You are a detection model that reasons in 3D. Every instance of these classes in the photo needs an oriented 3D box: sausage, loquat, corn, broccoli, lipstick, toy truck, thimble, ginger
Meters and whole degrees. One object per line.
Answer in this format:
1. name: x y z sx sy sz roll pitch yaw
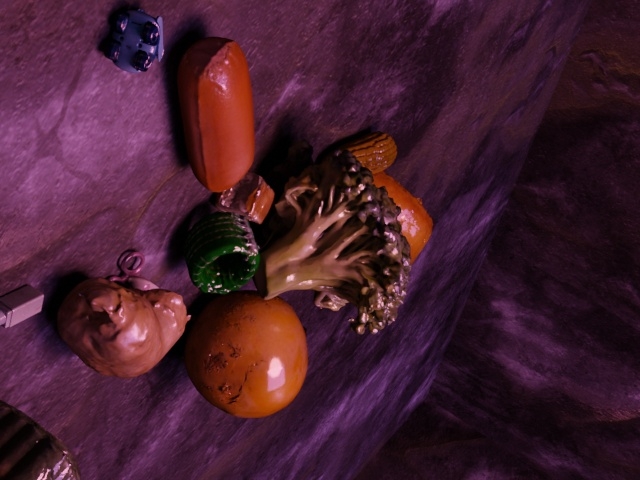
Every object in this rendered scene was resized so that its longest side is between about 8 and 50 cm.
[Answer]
1. sausage: -0.143 -0.172 1.475 0.105 0.105 0.274 -48 159 -26
2. loquat: -0.131 0.199 1.897 0.235 0.235 0.235 -49 159 -26
3. corn: 0.076 -0.158 2.075 0.231 0.080 0.080 -30 147 -55
4. broccoli: 0.022 -0.007 1.834 0.334 0.272 0.324 -173 -90 -66
5. lipstick: -0.407 0.095 1.337 0.129 0.030 0.030 -33 149 -53
6. toy truck: -0.214 -0.238 1.273 0.090 0.056 0.073 -38 150 -73
7. thimble: -0.158 0.019 1.691 0.118 0.090 0.130 17 132 -42
8. ginger: -0.288 0.125 1.520 0.152 0.138 0.267 -62 166 1

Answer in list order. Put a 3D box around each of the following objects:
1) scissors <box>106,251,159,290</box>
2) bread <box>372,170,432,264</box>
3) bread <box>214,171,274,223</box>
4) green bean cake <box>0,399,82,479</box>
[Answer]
1. scissors: -0.277 0.068 1.632 0.085 0.022 0.176 -53 158 -3
2. bread: 0.144 -0.020 2.309 0.194 0.179 0.340 -55 162 -9
3. bread: -0.123 -0.073 1.727 0.070 0.077 0.083 -67 161 -10
4. green bean cake: -0.408 0.294 1.424 0.094 0.173 0.181 -50 159 -27
